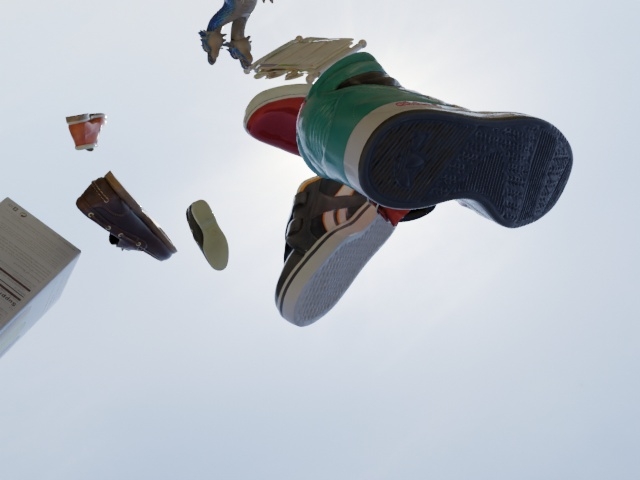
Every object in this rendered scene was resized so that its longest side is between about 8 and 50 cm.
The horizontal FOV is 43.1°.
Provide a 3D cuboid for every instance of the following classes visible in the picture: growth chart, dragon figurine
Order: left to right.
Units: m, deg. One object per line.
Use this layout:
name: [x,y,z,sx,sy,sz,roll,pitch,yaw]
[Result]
dragon figurine: [-0.132,-0.385,1.127,0.085,0.289,0.144,-16,-169,-34]
growth chart: [-0.035,-0.317,1.409,0.172,0.021,0.237,-35,-149,-24]

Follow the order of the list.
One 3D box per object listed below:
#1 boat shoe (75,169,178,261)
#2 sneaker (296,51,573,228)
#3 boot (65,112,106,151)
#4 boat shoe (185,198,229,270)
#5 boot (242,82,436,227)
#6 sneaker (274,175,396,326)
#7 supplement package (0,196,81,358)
boat shoe: [-0.281,-0.023,1.179,0.073,0.207,0.073,-42,-126,-6]
sneaker: [0.091,-0.091,0.755,0.295,0.124,0.178,5,-158,-43]
boot: [-0.516,-0.241,1.804,0.059,0.085,0.158,-10,-169,10]
boat shoe: [-0.202,-0.007,1.452,0.049,0.133,0.042,-22,180,-32]
boot: [0.030,-0.097,1.000,0.244,0.088,0.176,8,-134,-29]
sneaker: [0.000,0.000,1.129,0.127,0.126,0.321,24,-144,18]
supplement package: [-0.464,0.082,1.096,0.139,0.133,0.244,-51,-177,43]
